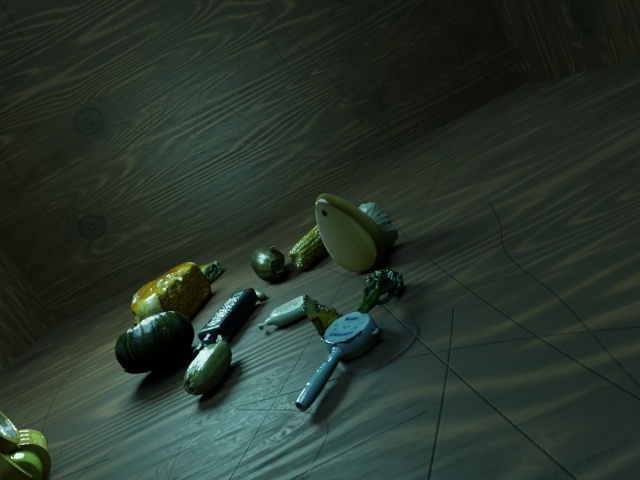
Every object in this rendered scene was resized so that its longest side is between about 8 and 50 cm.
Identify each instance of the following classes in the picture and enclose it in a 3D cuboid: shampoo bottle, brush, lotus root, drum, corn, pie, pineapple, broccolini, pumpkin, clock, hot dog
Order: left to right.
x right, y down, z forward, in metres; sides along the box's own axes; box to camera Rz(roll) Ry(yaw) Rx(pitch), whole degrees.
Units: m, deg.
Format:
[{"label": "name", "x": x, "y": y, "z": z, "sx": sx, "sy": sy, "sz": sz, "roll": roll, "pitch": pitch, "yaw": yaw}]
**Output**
[{"label": "clock", "x": -0.806, "y": 0.484, "z": 0.971, "sx": 0.244, "sy": 0.316, "sz": 0.200, "roll": -9, "pitch": 30, "yaw": 51}, {"label": "pumpkin", "x": -0.507, "y": 0.321, "z": 1.293, "sx": 0.238, "sy": 0.159, "sz": 0.238, "roll": -31, "pitch": -7, "yaw": -4}, {"label": "hot dog", "x": -0.626, "y": 0.252, "z": 1.701, "sx": 0.223, "sy": 0.185, "sz": 0.405, "roll": -22, "pitch": 15, "yaw": 17}, {"label": "pie", "x": -0.661, "y": 0.200, "z": 2.130, "sx": 0.289, "sy": 0.102, "sz": 0.354, "roll": -13, "pitch": 17, "yaw": 28}, {"label": "lotus root", "x": -0.273, "y": 0.312, "z": 1.056, "sx": 0.091, "sy": 0.077, "sz": 0.183, "roll": -15, "pitch": 21, "yaw": 21}, {"label": "shampoo bottle", "x": -0.302, "y": 0.257, "z": 1.315, "sx": 0.098, "sy": 0.071, "sz": 0.309, "roll": -20, "pitch": 16, "yaw": 25}, {"label": "lotus root", "x": -0.202, "y": 0.088, "z": 1.617, "sx": 0.123, "sy": 0.123, "sz": 0.241, "roll": -16, "pitch": 8, "yaw": -15}, {"label": "shampoo bottle", "x": -0.107, "y": 0.211, "z": 1.172, "sx": 0.152, "sy": 0.045, "sz": 0.077, "roll": -25, "pitch": 16, "yaw": 2}, {"label": "pineapple", "x": -0.008, "y": 0.179, "z": 1.016, "sx": 0.077, "sy": 0.114, "sz": 0.114, "roll": -53, "pitch": 18, "yaw": -19}, {"label": "corn", "x": 0.000, "y": 0.000, "z": 1.600, "sx": 0.115, "sy": 0.115, "sz": 0.318, "roll": -12, "pitch": 24, "yaw": 48}, {"label": "drum", "x": 0.017, "y": 0.234, "z": 0.850, "sx": 0.253, "sy": 0.049, "sz": 0.130, "roll": -36, "pitch": 17, "yaw": -32}, {"label": "brush", "x": 0.099, "y": -0.047, "z": 1.255, "sx": 0.174, "sy": 0.266, "sz": 0.166, "roll": -29, "pitch": 12, "yaw": 39}, {"label": "broccolini", "x": 0.139, "y": 0.110, "z": 0.958, "sx": 0.068, "sy": 0.091, "sz": 0.203, "roll": -68, "pitch": -15, "yaw": 18}]

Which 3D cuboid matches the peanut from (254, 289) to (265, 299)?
[{"label": "peanut", "x": -0.217, "y": 0.191, "z": 1.471, "sx": 0.037, "sy": 0.037, "sz": 0.083, "roll": -33, "pitch": 9, "yaw": -20}]
